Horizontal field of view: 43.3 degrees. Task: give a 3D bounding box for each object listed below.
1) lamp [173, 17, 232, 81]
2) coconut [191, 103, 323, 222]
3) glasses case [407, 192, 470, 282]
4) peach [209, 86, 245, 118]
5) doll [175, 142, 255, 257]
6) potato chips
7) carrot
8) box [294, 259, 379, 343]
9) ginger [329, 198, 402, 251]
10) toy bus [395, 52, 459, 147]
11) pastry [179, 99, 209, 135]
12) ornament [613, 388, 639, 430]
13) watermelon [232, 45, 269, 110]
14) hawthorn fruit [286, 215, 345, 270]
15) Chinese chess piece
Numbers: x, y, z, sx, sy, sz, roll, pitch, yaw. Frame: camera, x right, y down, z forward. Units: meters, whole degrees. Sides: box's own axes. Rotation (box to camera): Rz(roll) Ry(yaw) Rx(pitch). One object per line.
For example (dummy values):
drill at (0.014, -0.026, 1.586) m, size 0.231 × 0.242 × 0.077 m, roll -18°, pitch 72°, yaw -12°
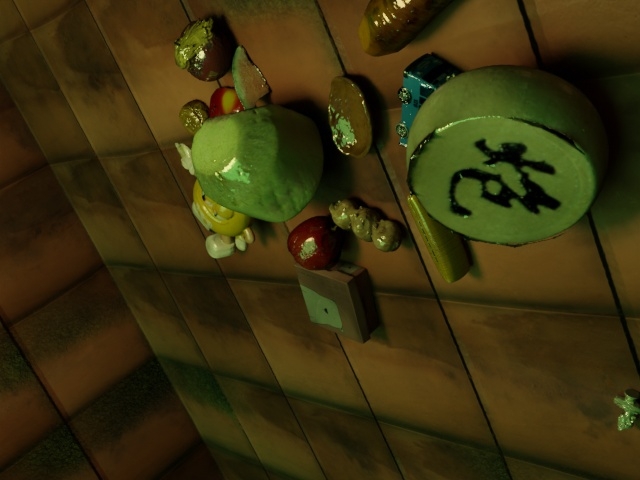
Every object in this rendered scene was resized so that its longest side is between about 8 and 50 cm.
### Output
lamp at (-0.302, -0.474, 2.037) m, size 0.156 × 0.135 × 0.157 m, roll 1°, pitch 123°, yaw 52°
coconut at (-0.140, -0.188, 1.966) m, size 0.328 × 0.328 × 0.281 m, roll 119°, pitch 141°, yaw -56°
glasses case at (0.265, -0.017, 1.799) m, size 0.064 × 0.079 × 0.234 m, roll 2°, pitch 122°, yaw 60°
peach at (-0.252, -0.302, 2.205) m, size 0.189 × 0.068 × 0.279 m, roll 43°, pitch 147°, yaw 20°
doll at (-0.301, -0.111, 2.374) m, size 0.348 × 0.161 × 0.423 m, roll 37°, pitch 150°, yaw 33°
potato chips at (0.075, -0.280, 1.819) m, size 0.150 × 0.049 × 0.202 m, roll 25°, pitch 141°, yaw 42°
carrot at (0.172, -0.442, 1.483) m, size 0.114 × 0.114 × 0.302 m, roll 55°, pitch 147°, yaw -2°
box at (0.048, 0.153, 2.235) m, size 0.215 × 0.086 × 0.215 m, roll 16°, pitch 133°, yaw 43°
ginger at (0.115, -0.038, 1.974) m, size 0.204 × 0.080 × 0.104 m, roll 29°, pitch 165°, yaw 37°
toy bus at (0.217, -0.268, 1.612) m, size 0.106 × 0.090 × 0.185 m, roll 32°, pitch 144°, yaw 29°
pastry at (-0.355, -0.349, 2.304) m, size 0.097 × 0.057 × 0.109 m, roll 43°, pitch 149°, yaw 6°
ornament at (0.650, 0.354, 1.698) m, size 0.068 × 0.041 × 0.092 m, roll -7°, pitch 105°, yaw 48°
watermelon at (-0.188, -0.410, 2.042) m, size 0.155 × 0.080 × 0.101 m, roll 60°, pitch -177°, yaw -15°
hawthorn fruit at (0.000, 0.000, 2.106) m, size 0.148 × 0.148 × 0.172 m, roll 49°, pitch 132°, yaw 7°
Chinese chess piece at (0.323, -0.141, 1.420) m, size 0.349 × 0.146 × 0.349 m, roll 11°, pitch 144°, yaw 8°
